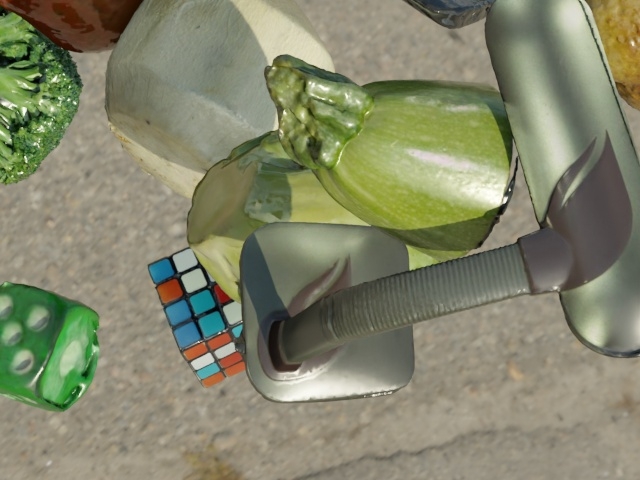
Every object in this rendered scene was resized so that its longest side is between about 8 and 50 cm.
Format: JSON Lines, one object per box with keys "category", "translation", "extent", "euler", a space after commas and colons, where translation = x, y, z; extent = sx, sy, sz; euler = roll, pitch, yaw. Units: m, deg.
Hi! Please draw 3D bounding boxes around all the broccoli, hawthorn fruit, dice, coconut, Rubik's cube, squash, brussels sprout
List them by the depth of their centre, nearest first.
{"category": "squash", "translation": [0.025, -0.049, 0.702], "extent": [0.132, 0.105, 0.105], "euler": [13, 54, -23]}
{"category": "brussels sprout", "translation": [0.000, 0.000, 1.085], "extent": [0.223, 0.223, 0.161], "euler": [32, 50, -18]}
{"category": "coconut", "translation": [-0.109, -0.183, 1.469], "extent": [0.245, 0.245, 0.247], "euler": [38, 70, -12]}
{"category": "hawthorn fruit", "translation": [-0.249, -0.372, 1.499], "extent": [0.277, 0.298, 0.277], "euler": [35, 40, -36]}
{"category": "dice", "translation": [-0.343, 0.128, 1.556], "extent": [0.128, 0.120, 0.131], "euler": [50, 56, -65]}
{"category": "broccoli", "translation": [-0.438, -0.205, 1.716], "extent": [0.241, 0.269, 0.261], "euler": [32, 61, -69]}
{"category": "Rubik's cube", "translation": [-0.146, 0.098, 1.906], "extent": [0.151, 0.155, 0.154], "euler": [-25, 62, -2]}

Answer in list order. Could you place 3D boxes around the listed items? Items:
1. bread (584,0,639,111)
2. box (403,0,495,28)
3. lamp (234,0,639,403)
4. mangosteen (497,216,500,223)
{"category": "bread", "translation": [0.276, -0.129, 0.873], "extent": [0.084, 0.124, 0.344], "euler": [26, 9, 37]}
{"category": "box", "translation": [0.125, -0.339, 1.639], "extent": [0.201, 0.042, 0.212], "euler": [37, 31, 12]}
{"category": "lamp", "translation": [0.052, -0.017, 0.747], "extent": [0.124, 0.283, 0.203], "euler": [3, 76, -30]}
{"category": "mangosteen", "translation": [0.124, -0.057, 1.806], "extent": [0.257, 0.215, 0.215], "euler": [14, 45, 10]}
